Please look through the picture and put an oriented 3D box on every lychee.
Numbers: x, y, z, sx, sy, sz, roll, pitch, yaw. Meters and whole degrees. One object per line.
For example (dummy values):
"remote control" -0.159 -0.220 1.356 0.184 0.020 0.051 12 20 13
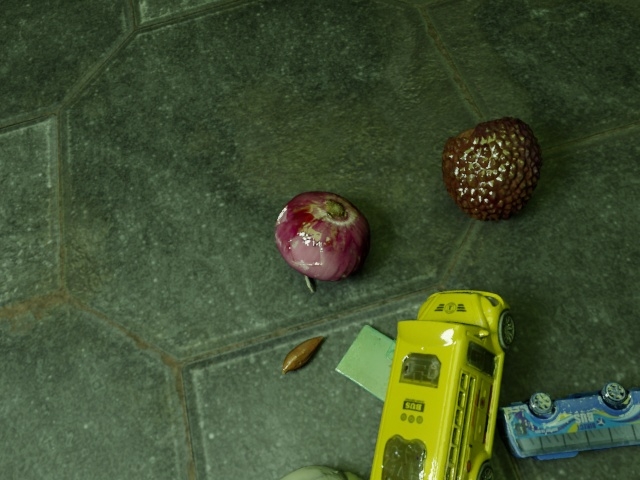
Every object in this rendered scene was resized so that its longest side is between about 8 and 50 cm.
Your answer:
"lychee" 0.314 -0.126 0.985 0.188 0.188 0.188 -3 62 6

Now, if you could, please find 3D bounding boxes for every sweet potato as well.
"sweet potato" -0.033 0.197 0.940 0.095 0.034 0.034 -36 63 -23

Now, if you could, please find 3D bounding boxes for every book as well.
"book" 0.108 0.213 0.918 0.135 0.017 0.103 30 70 21

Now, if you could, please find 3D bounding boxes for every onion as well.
"onion" 0.004 -0.008 0.974 0.177 0.153 0.177 8 68 -21

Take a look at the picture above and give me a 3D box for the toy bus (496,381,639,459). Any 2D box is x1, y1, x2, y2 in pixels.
"toy bus" 0.387 0.271 0.812 0.236 0.079 0.094 -9 63 4

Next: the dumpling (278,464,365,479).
"dumpling" -0.008 0.405 0.777 0.181 0.111 0.155 -1 66 -7

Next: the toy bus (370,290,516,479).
"toy bus" 0.175 0.220 0.792 0.144 0.152 0.330 -4 63 42
